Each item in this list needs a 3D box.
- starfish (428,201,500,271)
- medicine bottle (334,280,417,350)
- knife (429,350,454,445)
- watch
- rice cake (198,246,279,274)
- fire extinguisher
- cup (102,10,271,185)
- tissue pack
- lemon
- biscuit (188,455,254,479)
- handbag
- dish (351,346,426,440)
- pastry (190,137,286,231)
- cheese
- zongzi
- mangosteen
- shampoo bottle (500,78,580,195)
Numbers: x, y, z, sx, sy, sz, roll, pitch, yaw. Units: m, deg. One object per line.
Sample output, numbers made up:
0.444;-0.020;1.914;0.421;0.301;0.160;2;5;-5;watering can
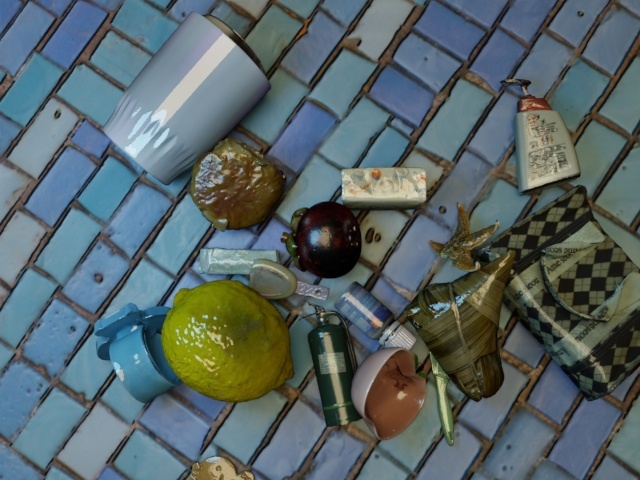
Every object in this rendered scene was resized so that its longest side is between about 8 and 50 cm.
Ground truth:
0.335;-0.001;1.588;0.050;0.247;0.138;38;92;-23;starfish
0.130;0.189;1.634;0.203;0.083;0.083;42;86;6;medicine bottle
0.286;0.331;1.637;0.043;0.020;0.293;-10;80;1;knife
-0.410;0.265;1.598;0.210;0.211;0.193;-28;64;-1;watch
-0.190;0.050;1.679;0.206;0.063;0.069;0;87;3;rice cake
0.026;0.276;1.625;0.118;0.093;0.295;-10;81;-11;fire extinguisher
-0.315;-0.331;1.652;0.253;0.253;0.371;42;89;8;cup
0.147;-0.120;1.644;0.196;0.148;0.092;-1;84;3;tissue pack
-0.202;0.228;1.550;0.321;0.268;0.268;35;85;2;lemon
-0.215;0.578;1.625;0.133;0.027;0.184;-35;82;-1;biscuit
0.598;0.102;1.588;0.316;0.180;0.416;-37;76;-11;handbag
0.142;0.333;1.575;0.090;0.213;0.214;14;80;46;dish
-0.193;-0.132;1.659;0.228;0.100;0.219;-3;109;-6;pastry
-0.074;0.103;1.630;0.192;0.037;0.097;13;105;-1;cheese
0.373;0.189;1.552;0.288;0.134;0.286;-35;93;23;zongzi
0.000;0.000;1.633;0.199;0.200;0.200;0;82;3;mangosteen
0.517;-0.263;1.686;0.153;0.071;0.284;-14;79;4;shampoo bottle
